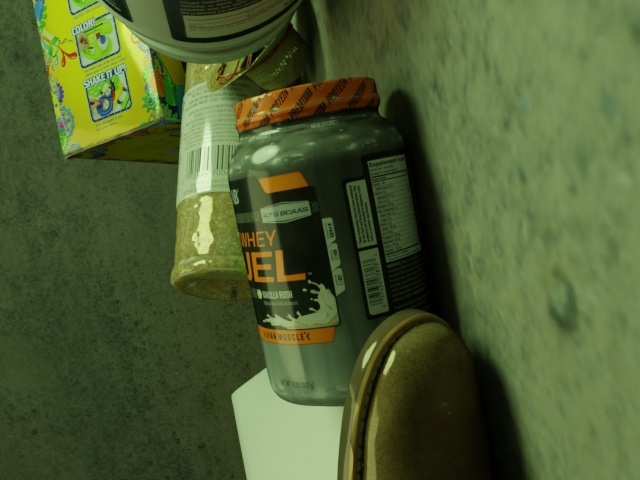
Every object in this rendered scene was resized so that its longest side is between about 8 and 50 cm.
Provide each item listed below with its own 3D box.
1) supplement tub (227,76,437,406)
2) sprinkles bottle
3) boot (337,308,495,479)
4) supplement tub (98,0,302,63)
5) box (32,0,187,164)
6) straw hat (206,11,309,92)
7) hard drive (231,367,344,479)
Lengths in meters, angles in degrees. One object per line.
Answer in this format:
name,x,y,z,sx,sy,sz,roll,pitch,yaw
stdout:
supplement tub,0.007,-0.001,0.435,0.117,0.117,0.190,-157,56,-81
sprinkles bottle,-0.102,-0.114,0.771,0.121,0.121,0.355,99,171,-69
boot,0.085,0.187,0.352,0.115,0.112,0.305,-2,96,52
supplement tub,-0.083,-0.242,0.442,0.272,0.191,0.191,146,112,-81
box,-0.216,-0.263,0.945,0.290,0.177,0.278,-8,-95,-62
straw hat,-0.049,-0.192,0.700,0.061,0.144,0.144,38,-166,-29
hard drive,0.006,0.257,0.684,0.203,0.040,0.307,-40,49,31
